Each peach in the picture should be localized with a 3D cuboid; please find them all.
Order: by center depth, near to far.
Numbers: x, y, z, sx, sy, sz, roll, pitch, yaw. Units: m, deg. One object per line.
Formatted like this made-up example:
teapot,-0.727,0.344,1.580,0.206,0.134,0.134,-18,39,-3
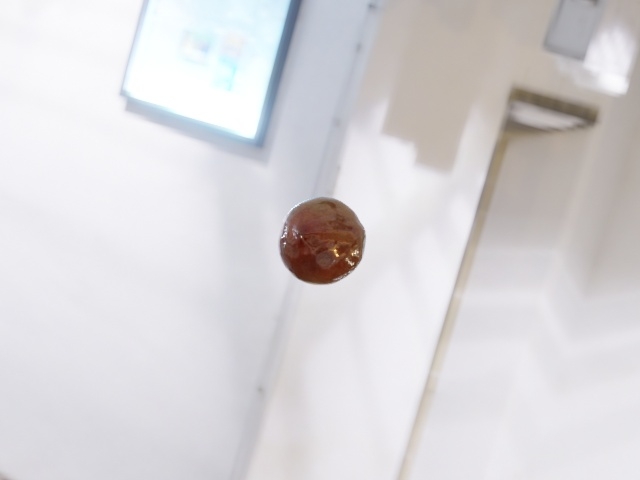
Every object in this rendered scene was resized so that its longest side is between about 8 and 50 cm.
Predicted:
peach,0.001,0.002,1.322,0.083,0.083,0.083,15,-172,-2
